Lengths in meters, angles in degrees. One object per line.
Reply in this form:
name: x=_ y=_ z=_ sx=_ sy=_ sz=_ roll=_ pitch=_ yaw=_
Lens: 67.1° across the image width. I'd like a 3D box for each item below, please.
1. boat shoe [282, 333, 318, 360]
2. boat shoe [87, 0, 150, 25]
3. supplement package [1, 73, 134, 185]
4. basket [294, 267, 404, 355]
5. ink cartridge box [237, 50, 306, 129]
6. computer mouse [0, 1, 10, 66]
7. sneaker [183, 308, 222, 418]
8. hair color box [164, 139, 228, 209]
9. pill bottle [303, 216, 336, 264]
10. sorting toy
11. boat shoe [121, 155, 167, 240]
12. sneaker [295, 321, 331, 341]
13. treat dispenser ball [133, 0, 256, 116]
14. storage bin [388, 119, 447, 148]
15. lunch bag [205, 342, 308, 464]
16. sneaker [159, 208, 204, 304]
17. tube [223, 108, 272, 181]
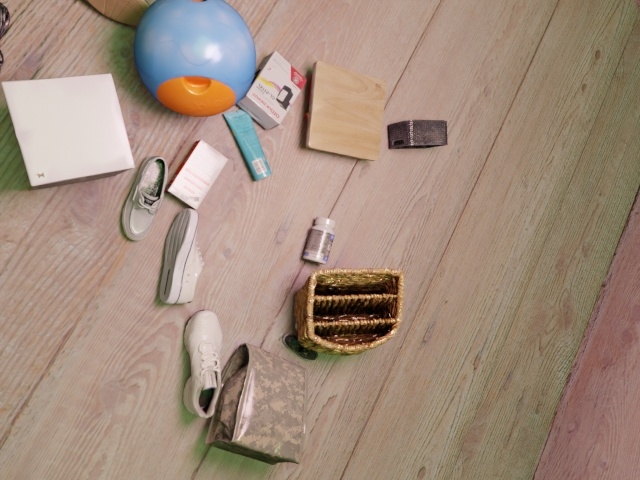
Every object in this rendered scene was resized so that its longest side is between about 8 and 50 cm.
boat shoe: x=-0.058 y=0.338 z=1.505 sx=0.142 sy=0.040 sz=0.049 roll=37 pitch=75 yaw=-26
boat shoe: x=-0.536 y=-0.617 z=1.140 sx=0.285 sy=0.103 sz=0.092 roll=18 pitch=51 yaw=-30
supplement package: x=-0.550 y=-0.228 z=1.057 sx=0.198 sy=0.262 sz=0.199 roll=-16 pitch=101 yaw=-28
basket: x=0.090 y=0.215 z=1.419 sx=0.299 sy=0.223 sz=0.214 roll=2 pitch=64 yaw=-19
ink cartridge box: x=-0.139 y=-0.427 z=1.385 sx=0.127 sy=0.072 sz=0.175 roll=37 pitch=68 yaw=-27
computer mouse: x=-0.819 y=-0.450 z=1.007 sx=0.272 sy=0.072 sz=0.189 roll=9 pitch=86 yaw=-42
sneaker: x=-0.305 y=0.336 z=1.311 sx=0.111 sy=0.129 sz=0.297 roll=-1 pitch=92 yaw=-28
hair color box: x=-0.336 y=-0.177 z=1.307 sx=0.093 sy=0.053 sz=0.167 roll=36 pitch=74 yaw=-28
pill bottle: x=0.000 y=0.000 z=1.497 sx=0.078 sy=0.078 sz=0.137 roll=19 pitch=84 yaw=-30
sorting toy: x=0.066 y=-0.391 z=1.506 sx=0.257 sy=0.089 sz=0.256 roll=5 pitch=90 yaw=-31
boat shoe: x=-0.445 y=-0.110 z=1.230 sx=0.079 sy=0.081 sz=0.228 roll=17 pitch=84 yaw=-30
sneaker: x=-0.006 y=0.298 z=1.507 sx=0.152 sy=0.084 sz=0.058 roll=43 pitch=72 yaw=-25
treat dispenser ball: x=-0.301 y=-0.449 z=1.175 sx=0.288 sy=0.288 sz=0.288 roll=-2 pitch=94 yaw=-30
storage bin: x=0.331 y=-0.359 z=1.642 sx=0.180 sy=0.122 sz=0.084 roll=-8 pitch=97 yaw=-30
lunch bag: x=-0.164 y=0.458 z=1.373 sx=0.235 sy=0.169 sz=0.287 roll=31 pitch=52 yaw=-29
sneaker: x=-0.361 y=0.045 z=1.296 sx=0.091 sy=0.094 sz=0.258 roll=13 pitch=90 yaw=-48
tube: x=-0.202 y=-0.275 z=1.384 sx=0.080 sy=0.052 sz=0.207 roll=-28 pitch=101 yaw=-39
